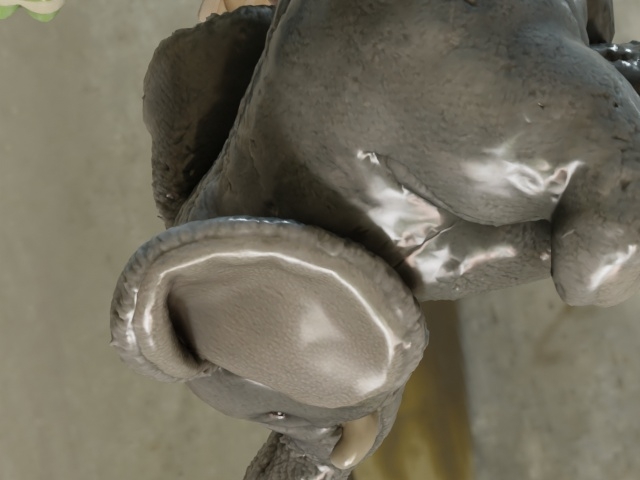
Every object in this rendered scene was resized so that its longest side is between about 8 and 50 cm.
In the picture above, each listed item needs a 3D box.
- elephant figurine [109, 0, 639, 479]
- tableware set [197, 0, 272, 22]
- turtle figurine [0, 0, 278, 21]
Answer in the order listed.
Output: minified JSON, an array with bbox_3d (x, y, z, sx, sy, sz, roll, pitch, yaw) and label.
[{"bbox_3d":[0.000,0.000,0.559,0.186,0.239,0.169,58,22,5],"label":"elephant figurine"},{"bbox_3d":[0.026,-0.134,0.857,0.169,0.020,0.141,35,87,-28],"label":"tableware set"},{"bbox_3d":[-0.067,-0.154,0.633,0.266,0.275,0.198,39,17,-21],"label":"turtle figurine"}]
